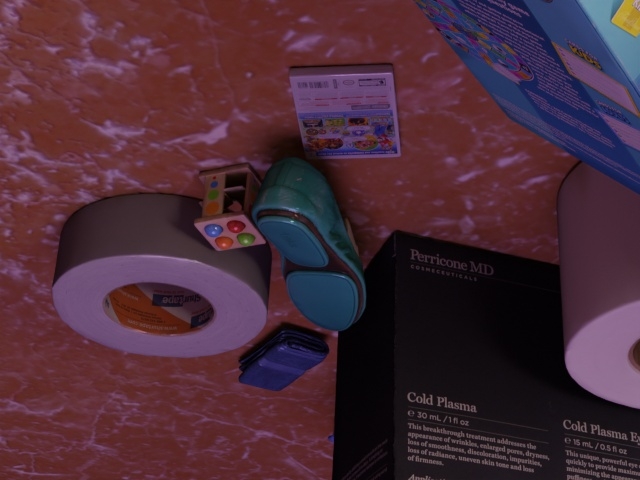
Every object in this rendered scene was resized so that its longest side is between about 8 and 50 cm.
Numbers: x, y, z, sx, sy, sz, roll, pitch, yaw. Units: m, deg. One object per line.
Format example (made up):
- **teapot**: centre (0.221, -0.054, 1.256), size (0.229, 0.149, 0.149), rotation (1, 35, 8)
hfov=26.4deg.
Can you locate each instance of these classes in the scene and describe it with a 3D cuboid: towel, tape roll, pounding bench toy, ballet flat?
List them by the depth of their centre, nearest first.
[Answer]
- **tape roll**: centre (0.339, 0.031, 1.233), size (0.246, 0.169, 0.246), rotation (2, 148, 1)
- **pounding bench toy**: centre (-0.077, -0.020, 1.284), size (0.052, 0.065, 0.083), rotation (-10, 147, 20)
- **ballet flat**: centre (0.000, 0.000, 1.290), size (0.083, 0.087, 0.247), rotation (6, 154, 18)
- **tape roll**: centre (-0.160, 0.041, 1.386), size (0.219, 0.072, 0.219), rotation (2, 148, 1)
- **towel**: centre (-0.043, 0.137, 1.577), size (0.067, 0.029, 0.119), rotation (19, 145, -24)

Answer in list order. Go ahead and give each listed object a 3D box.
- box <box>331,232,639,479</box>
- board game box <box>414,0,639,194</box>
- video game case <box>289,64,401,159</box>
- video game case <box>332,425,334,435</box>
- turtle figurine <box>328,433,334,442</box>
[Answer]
- **box**: centre (0.199, 0.196, 1.381), size (0.343, 0.313, 0.179), rotation (13, 148, -14)
- **board game box**: centre (0.159, -0.148, 0.894), size (0.079, 0.254, 0.336), rotation (-50, 136, -2)
- **video game case**: centre (0.023, -0.109, 1.181), size (0.087, 0.011, 0.122), rotation (-2, 148, 6)
- **video game case**: centre (0.215, 0.212, 1.670), size (0.329, 0.036, 0.300), rotation (11, 148, -14)
- **turtle figurine**: centre (0.098, 0.350, 1.655), size (0.274, 0.198, 0.266), rotation (42, 173, 14)
